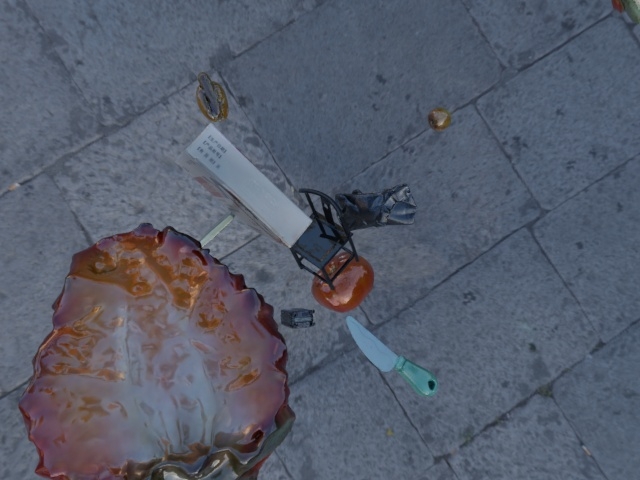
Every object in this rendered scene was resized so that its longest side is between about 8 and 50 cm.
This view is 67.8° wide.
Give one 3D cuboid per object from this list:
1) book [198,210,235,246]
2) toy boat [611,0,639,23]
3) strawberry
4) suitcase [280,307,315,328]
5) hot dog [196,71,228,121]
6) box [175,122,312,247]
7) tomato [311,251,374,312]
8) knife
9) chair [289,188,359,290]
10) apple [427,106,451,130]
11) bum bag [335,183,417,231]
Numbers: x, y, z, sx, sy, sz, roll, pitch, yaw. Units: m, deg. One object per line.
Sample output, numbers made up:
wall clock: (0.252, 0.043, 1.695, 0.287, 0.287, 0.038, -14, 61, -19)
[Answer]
book: (-0.422, -0.060, 1.974, 0.202, 0.264, 0.027, -40, 103, 7)
toy boat: (0.369, -0.292, 0.521, 0.185, 0.089, 0.071, -37, 109, -19)
strawberry: (-0.178, 0.141, 0.550, 0.265, 0.149, 0.336, -20, 59, -18)
suitcase: (-0.076, 0.251, 1.556, 0.086, 0.126, 0.059, 0, 88, -26)
hot dog: (-0.314, -0.415, 1.382, 0.089, 0.060, 0.140, -16, 96, -26)
box: (-0.157, -0.098, 0.867, 0.214, 0.353, 0.069, 44, 80, -19)
tomato: (0.084, 0.167, 1.805, 0.259, 0.260, 0.180, -38, 104, -3)
knife: (0.146, 0.255, 1.021, 0.260, 0.034, 0.063, 37, 59, -11)
chair: (0.000, 0.000, 1.291, 0.154, 0.260, 0.141, 32, 71, 31)
apple: (0.402, -0.409, 1.605, 0.071, 0.084, 0.084, -24, 89, -8)
bum bag: (0.151, -0.090, 1.353, 0.248, 0.060, 0.123, -5, 105, 39)
